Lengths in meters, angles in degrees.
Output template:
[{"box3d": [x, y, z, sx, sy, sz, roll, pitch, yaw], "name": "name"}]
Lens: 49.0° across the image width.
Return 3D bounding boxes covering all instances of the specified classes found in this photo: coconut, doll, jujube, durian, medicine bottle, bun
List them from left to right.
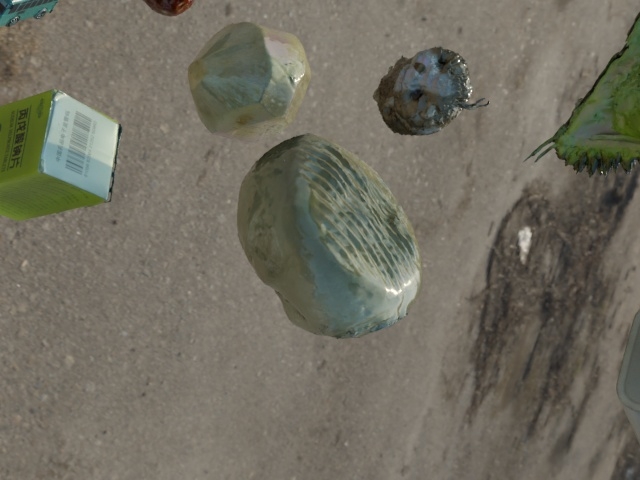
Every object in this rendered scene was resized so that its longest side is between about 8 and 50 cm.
[{"box3d": [-0.451, -0.128, 1.103, 0.141, 0.250, 0.137, 29, 59, -52], "name": "medicine bottle"}, {"box3d": [-0.282, -0.475, 1.273, 0.112, 0.176, 0.109, -30, 134, 5], "name": "jujube"}, {"box3d": [-0.131, -0.290, 1.262, 0.237, 0.237, 0.197, 6, 76, -54], "name": "coconut"}, {"box3d": [0.000, 0.000, 1.105, 0.326, 0.234, 0.362, 43, 26, -30], "name": "bun"}, {"box3d": [0.126, -0.192, 0.937, 0.115, 0.221, 0.105, 32, 86, -19], "name": "doll"}, {"box3d": [0.393, -0.191, 0.782, 0.352, 0.169, 0.158, 113, 3, -59], "name": "durian"}]

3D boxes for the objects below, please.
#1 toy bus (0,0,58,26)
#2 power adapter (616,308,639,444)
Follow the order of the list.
[{"box3d": [-0.554, -0.453, 1.284, 0.079, 0.092, 0.160, 50, 36, -8], "name": "toy bus"}, {"box3d": [0.347, 0.121, 0.640, 0.205, 0.125, 0.130, 55, 52, -33], "name": "power adapter"}]
